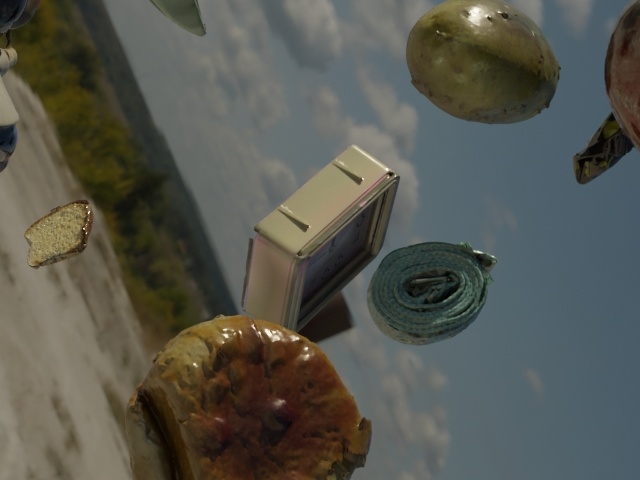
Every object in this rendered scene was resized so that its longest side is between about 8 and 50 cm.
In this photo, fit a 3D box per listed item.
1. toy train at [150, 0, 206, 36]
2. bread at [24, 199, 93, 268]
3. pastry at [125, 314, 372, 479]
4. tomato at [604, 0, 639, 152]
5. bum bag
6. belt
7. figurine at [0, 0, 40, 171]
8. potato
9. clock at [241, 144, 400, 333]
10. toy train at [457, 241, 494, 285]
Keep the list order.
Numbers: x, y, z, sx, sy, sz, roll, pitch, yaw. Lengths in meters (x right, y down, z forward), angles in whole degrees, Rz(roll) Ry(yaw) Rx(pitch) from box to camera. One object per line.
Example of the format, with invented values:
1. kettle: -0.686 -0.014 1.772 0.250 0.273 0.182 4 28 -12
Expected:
1. toy train: -0.210 -0.405 1.436 0.086 0.088 0.407 -112 -173 -69
2. bread: -0.435 -0.003 2.255 0.126 0.129 0.044 -99 164 -49
3. pastry: -0.063 0.178 1.232 0.100 0.229 0.218 -27 -121 60
4. tomato: 0.489 -0.201 1.547 0.316 0.317 0.282 -130 -162 -75
5. bum bag: 0.441 -0.179 1.950 0.060 0.232 0.106 29 9 -12
6. belt: 0.148 0.075 1.874 0.082 0.163 0.147 99 7 -75
7. figurine: -0.310 -0.188 1.073 0.158 0.161 0.275 3 -88 40
8. potato: 0.233 -0.261 1.955 0.210 0.173 0.307 54 25 14
9. clock: 0.000 0.000 1.516 0.071 0.192 0.147 34 -39 19
10. toy train: 0.253 0.042 2.243 0.083 0.033 0.053 62 14 25
